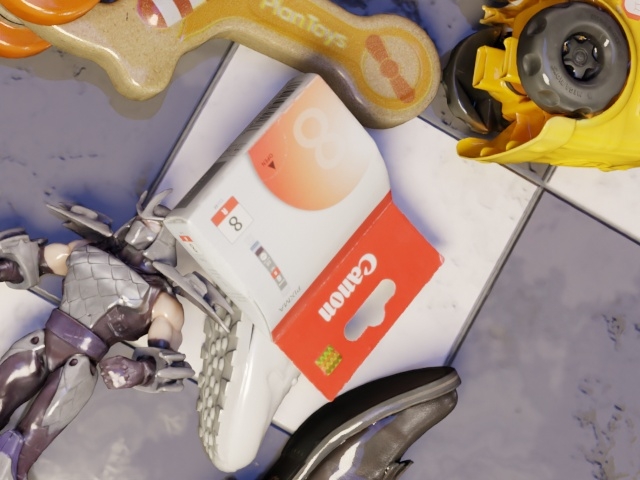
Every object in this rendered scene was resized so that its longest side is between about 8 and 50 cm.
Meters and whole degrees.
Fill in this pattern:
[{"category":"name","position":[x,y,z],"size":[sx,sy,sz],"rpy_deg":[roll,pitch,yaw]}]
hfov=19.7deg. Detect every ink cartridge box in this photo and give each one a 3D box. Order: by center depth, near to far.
[{"category":"ink cartridge box","position":[0.000,0.000,1.251],"size":[0.179,0.045,0.145],"rpy_deg":[48,67,-17]}]

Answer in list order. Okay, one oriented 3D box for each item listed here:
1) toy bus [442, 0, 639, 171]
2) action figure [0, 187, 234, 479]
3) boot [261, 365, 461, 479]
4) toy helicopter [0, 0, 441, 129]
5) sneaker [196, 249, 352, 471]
[{"category":"toy bus","position":[0.214,-0.153,1.316],"size":[0.211,0.149,0.220],"rpy_deg":[9,83,-20]},{"category":"action figure","position":[-0.178,0.083,1.245],"size":[0.185,0.099,0.285],"rpy_deg":[30,82,37]},{"category":"boot","position":[0.039,0.239,1.303],"size":[0.263,0.091,0.229],"rpy_deg":[-36,97,-4]},{"category":"toy helicopter","position":[-0.067,-0.195,1.301],"size":[0.355,0.140,0.235],"rpy_deg":[26,75,-16]},{"category":"sneaker","position":[-0.026,0.051,1.299],"size":[0.094,0.090,0.235],"rpy_deg":[13,89,-22]}]
